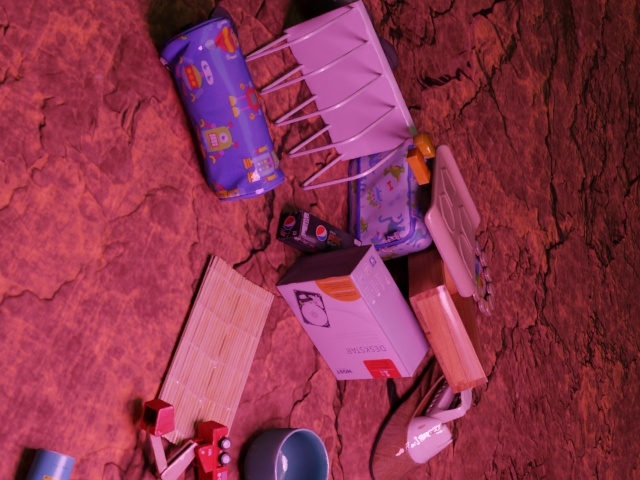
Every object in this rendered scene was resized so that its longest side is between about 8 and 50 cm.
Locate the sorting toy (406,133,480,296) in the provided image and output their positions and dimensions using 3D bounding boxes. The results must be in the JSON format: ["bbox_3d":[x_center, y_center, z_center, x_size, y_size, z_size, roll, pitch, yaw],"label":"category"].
[{"bbox_3d":[0.225,-0.073,1.750,0.307,0.041,0.229,60,29,-31],"label":"sorting toy"}]

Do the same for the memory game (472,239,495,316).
[{"bbox_3d":[0.358,0.079,2.109,0.186,0.012,0.186,45,37,-49],"label":"memory game"}]

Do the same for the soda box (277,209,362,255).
[{"bbox_3d":[0.000,0.000,1.734,0.169,0.060,0.053,28,63,-42],"label":"soda box"}]

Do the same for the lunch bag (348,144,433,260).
[{"bbox_3d":[0.133,-0.076,1.814,0.090,0.176,0.219,17,67,-41],"label":"lunch bag"}]

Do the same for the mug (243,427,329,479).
[{"bbox_3d":[-0.066,0.389,1.551,0.129,0.097,0.157,30,61,-41],"label":"mug"}]

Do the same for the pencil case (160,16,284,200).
[{"bbox_3d":[-0.165,-0.213,1.553,0.119,0.133,0.306,-53,126,-70],"label":"pencil case"}]

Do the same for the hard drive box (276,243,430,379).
[{"bbox_3d":[0.061,0.133,1.684,0.232,0.181,0.089,57,46,-22],"label":"hard drive box"}]

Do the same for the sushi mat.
[{"bbox_3d":[-0.173,0.191,1.533,0.151,0.019,0.316,40,55,-37],"label":"sushi mat"}]

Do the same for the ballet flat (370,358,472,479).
[{"bbox_3d":[0.222,0.350,1.857,0.342,0.124,0.116,-44,114,-43],"label":"ballet flat"}]

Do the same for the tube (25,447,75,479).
[{"bbox_3d":[-0.383,0.382,1.245,0.080,0.052,0.207,26,69,-31],"label":"tube"}]

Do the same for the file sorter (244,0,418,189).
[{"bbox_3d":[0.013,-0.256,1.708,0.173,0.193,0.277,-39,111,-41],"label":"file sorter"}]

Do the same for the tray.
[{"bbox_3d":[0.235,0.104,1.818,0.411,0.076,0.203,-76,142,-69],"label":"tray"}]

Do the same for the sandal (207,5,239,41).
[{"bbox_3d":[-0.169,-0.315,1.638,0.067,0.040,0.179,-35,122,-40],"label":"sandal"}]

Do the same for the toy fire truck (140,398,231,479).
[{"bbox_3d":[-0.203,0.331,1.428,0.135,0.047,0.192,-5,99,-40],"label":"toy fire truck"}]

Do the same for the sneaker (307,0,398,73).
[{"bbox_3d":[0.063,-0.392,1.856,0.267,0.101,0.106,40,59,-37],"label":"sneaker"}]
